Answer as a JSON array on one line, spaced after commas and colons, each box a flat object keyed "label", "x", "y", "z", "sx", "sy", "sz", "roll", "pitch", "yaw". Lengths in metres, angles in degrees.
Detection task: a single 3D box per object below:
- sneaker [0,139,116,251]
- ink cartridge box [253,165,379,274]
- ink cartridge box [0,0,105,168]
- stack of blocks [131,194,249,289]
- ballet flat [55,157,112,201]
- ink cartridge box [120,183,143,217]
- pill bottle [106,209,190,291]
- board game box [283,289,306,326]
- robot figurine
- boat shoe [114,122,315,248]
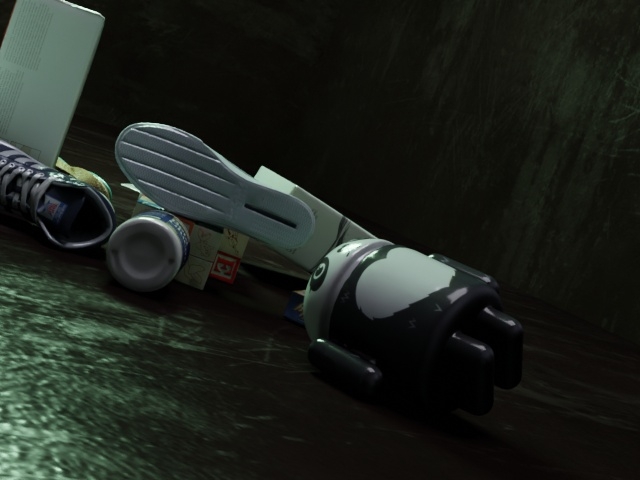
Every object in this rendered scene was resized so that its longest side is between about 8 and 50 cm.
[{"label": "sneaker", "x": -0.402, "y": -0.066, "z": 1.565, "sx": 0.282, "sy": 0.099, "sz": 0.153, "roll": 22, "pitch": 3, "yaw": -19}, {"label": "ink cartridge box", "x": 0.000, "y": 0.000, "z": 1.996, "sx": 0.273, "sy": 0.114, "sz": 0.197, "roll": 32, "pitch": 1, "yaw": -24}, {"label": "ink cartridge box", "x": -0.437, "y": -0.215, "z": 1.779, "sx": 0.130, "sy": 0.309, "sz": 0.272, "roll": 19, "pitch": 5, "yaw": -12}, {"label": "stack of blocks", "x": -0.197, "y": -0.005, "z": 1.752, "sx": 0.171, "sy": 0.087, "sz": 0.297, "roll": 20, "pitch": 6, "yaw": -6}, {"label": "ballet flat", "x": -0.431, "y": -0.093, "z": 1.964, "sx": 0.067, "sy": 0.073, "sz": 0.206, "roll": -20, "pitch": 29, "yaw": -37}, {"label": "ink cartridge box", "x": -0.254, "y": -0.037, "z": 1.985, "sx": 0.181, "sy": 0.061, "sz": 0.104, "roll": 22, "pitch": 5, "yaw": 6}, {"label": "pill bottle", "x": -0.218, "y": 0.009, "z": 1.513, "sx": 0.094, "sy": 0.094, "sz": 0.169, "roll": 20, "pitch": 6, "yaw": -3}, {"label": "board game box", "x": 0.061, "y": 0.120, "z": 1.720, "sx": 0.165, "sy": 0.042, "sz": 0.243, "roll": 22, "pitch": 6, "yaw": 17}, {"label": "robot figurine", "x": 0.108, "y": 0.100, "z": 1.404, "sx": 0.278, "sy": 0.173, "sz": 0.209, "roll": 25, "pitch": 6, "yaw": 36}, {"label": "boat shoe", "x": -0.152, "y": -0.065, "z": 1.640, "sx": 0.302, "sy": 0.109, "sz": 0.094, "roll": 29, "pitch": -10, "yaw": -10}]
